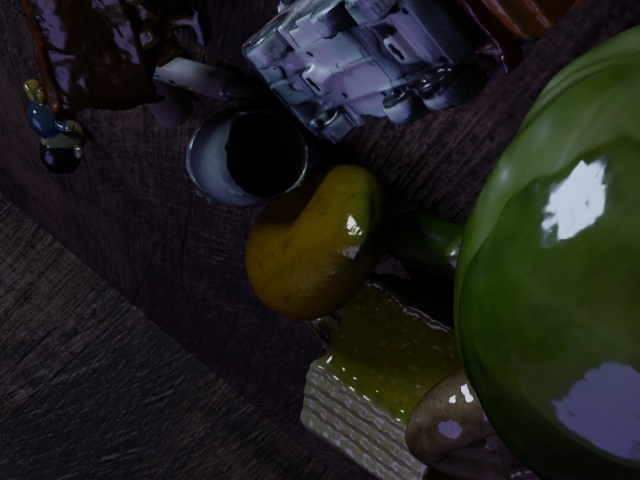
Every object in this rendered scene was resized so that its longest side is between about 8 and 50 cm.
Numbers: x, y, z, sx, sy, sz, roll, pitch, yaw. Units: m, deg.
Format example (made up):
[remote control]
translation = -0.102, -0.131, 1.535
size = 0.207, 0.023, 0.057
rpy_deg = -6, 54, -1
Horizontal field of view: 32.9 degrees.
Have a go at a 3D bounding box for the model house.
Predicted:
[model house]
translation = 0.091, 0.175, 1.259
size = 0.193, 0.234, 0.175
rpy_deg = 30, -177, 26

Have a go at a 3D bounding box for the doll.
[doll]
translation = -0.456, -0.192, 1.873
size = 0.102, 0.089, 0.179
rpy_deg = 25, 134, 42

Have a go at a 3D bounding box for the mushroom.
[mushroom]
translation = 0.214, 0.168, 1.065
size = 0.278, 0.146, 0.278
rpy_deg = -5, 153, -2

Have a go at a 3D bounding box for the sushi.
[sushi]
translation = -0.213, -0.237, 1.076
size = 0.167, 0.179, 0.296
rpy_deg = -125, 22, -55

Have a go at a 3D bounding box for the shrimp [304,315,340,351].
[shrimp]
translation = 0.030, 0.172, 1.798
size = 0.195, 0.035, 0.148
rpy_deg = 37, 162, 36

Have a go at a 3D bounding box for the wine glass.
[wine glass]
translation = -0.084, -0.091, 1.185
size = 0.111, 0.111, 0.204
rpy_deg = 44, 170, -13

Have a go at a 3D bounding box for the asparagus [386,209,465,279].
[asparagus]
translation = 0.174, 0.024, 1.054
size = 0.277, 0.060, 0.067
rpy_deg = 20, 171, 43

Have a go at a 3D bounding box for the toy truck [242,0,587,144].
[toy truck]
translation = 0.053, -0.155, 0.742
size = 0.114, 0.135, 0.270
rpy_deg = 48, 158, -17

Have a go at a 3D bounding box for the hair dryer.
[hair dryer]
translation = -0.139, -0.180, 1.261
size = 0.220, 0.054, 0.195
rpy_deg = 24, 159, 26

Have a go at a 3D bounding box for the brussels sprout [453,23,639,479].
[brussels sprout]
translation = 0.227, 0.027, 0.567
size = 0.289, 0.281, 0.354
rpy_deg = 46, 153, -20

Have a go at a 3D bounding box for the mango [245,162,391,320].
[mango]
translation = 0.000, 0.000, 1.171
size = 0.119, 0.177, 0.317
rpy_deg = 27, 165, -13
